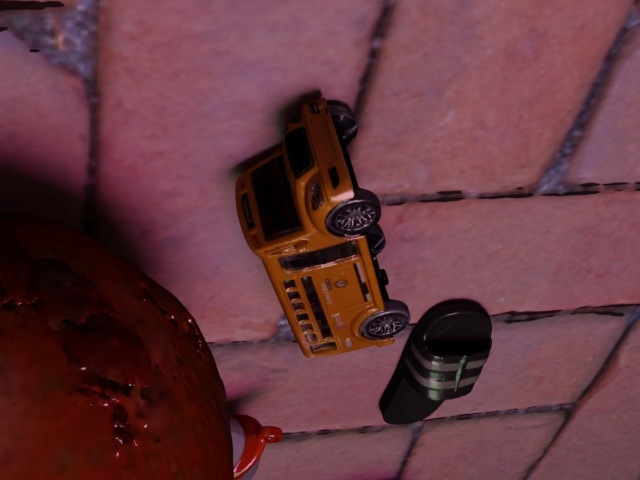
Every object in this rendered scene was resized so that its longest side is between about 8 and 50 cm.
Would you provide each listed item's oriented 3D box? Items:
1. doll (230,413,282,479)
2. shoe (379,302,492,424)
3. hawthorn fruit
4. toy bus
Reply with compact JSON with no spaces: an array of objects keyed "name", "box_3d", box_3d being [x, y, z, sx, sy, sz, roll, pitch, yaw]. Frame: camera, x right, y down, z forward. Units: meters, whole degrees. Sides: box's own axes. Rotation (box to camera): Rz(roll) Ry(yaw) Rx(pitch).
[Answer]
[{"name":"doll","box_3d":[-0.141,0.197,0.917,0.245,0.076,0.142,-25,143,18]},{"name":"shoe","box_3d":[0.103,0.123,0.927,0.071,0.049,0.179,0,140,-21]},{"name":"hawthorn fruit","box_3d":[-0.190,0.141,0.637,0.316,0.316,0.316,-10,142,-8]},{"name":"toy bus","box_3d":[0.000,0.000,0.706,0.088,0.083,0.194,-16,143,2]}]
